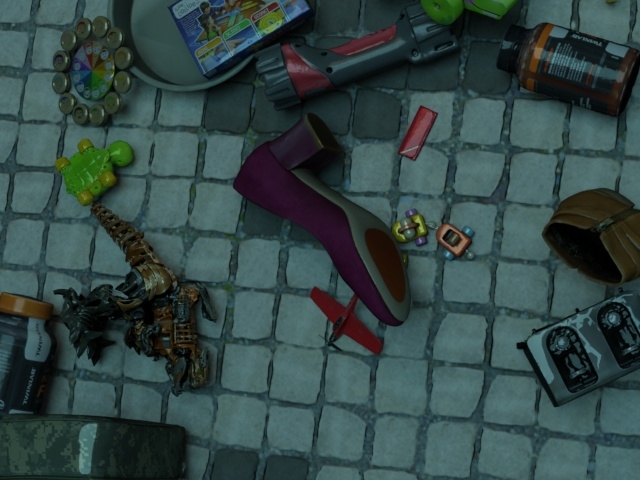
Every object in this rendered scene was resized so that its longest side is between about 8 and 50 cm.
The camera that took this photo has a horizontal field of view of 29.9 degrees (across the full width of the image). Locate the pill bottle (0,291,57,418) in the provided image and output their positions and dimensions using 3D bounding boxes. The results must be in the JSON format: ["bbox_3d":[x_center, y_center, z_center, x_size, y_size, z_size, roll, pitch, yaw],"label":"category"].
[{"bbox_3d":[-0.500,0.209,1.918,0.130,0.130,0.246,13,86,16],"label":"pill bottle"}]

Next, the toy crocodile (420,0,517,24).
[{"bbox_3d":[0.159,-0.418,1.793,0.115,0.105,0.340,-42,53,-20],"label":"toy crocodile"}]

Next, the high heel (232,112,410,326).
[{"bbox_3d":[0.000,0.000,1.805,0.181,0.127,0.377,-39,57,25],"label":"high heel"}]

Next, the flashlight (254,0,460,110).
[{"bbox_3d":[0.054,-0.298,1.862,0.304,0.103,0.103,-21,121,8],"label":"flashlight"}]

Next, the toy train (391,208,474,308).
[{"bbox_3d":[0.147,0.021,1.814,0.166,0.046,0.125,-47,73,5],"label":"toy train"}]

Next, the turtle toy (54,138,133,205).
[{"bbox_3d":[-0.364,-0.117,1.960,0.130,0.066,0.095,-38,75,7],"label":"turtle toy"}]

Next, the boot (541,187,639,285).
[{"bbox_3d":[0.449,0.016,1.633,0.283,0.220,0.109,34,116,18],"label":"boot"}]

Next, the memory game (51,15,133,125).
[{"bbox_3d":[-0.380,-0.281,1.983,0.186,0.012,0.186,1,91,35],"label":"memory game"}]

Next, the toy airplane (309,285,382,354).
[{"bbox_3d":[0.047,0.105,1.821,0.151,0.028,0.151,5,99,32],"label":"toy airplane"}]

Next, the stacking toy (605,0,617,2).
[{"bbox_3d":[0.484,-0.451,1.719,0.167,0.221,0.052,-5,41,14],"label":"stacking toy"}]

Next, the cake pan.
[{"bbox_3d":[-0.205,-0.381,1.961,0.293,0.054,0.293,-2,82,15],"label":"cake pan"}]

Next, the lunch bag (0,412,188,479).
[{"bbox_3d":[-0.333,0.391,1.764,0.212,0.305,0.256,-1,79,18],"label":"lunch bag"}]

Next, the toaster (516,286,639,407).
[{"bbox_3d":[0.374,0.152,1.676,0.168,0.186,0.110,-25,79,2],"label":"toaster"}]

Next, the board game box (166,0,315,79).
[{"bbox_3d":[-0.126,-0.363,1.889,0.201,0.035,0.136,-29,76,10],"label":"board game box"}]

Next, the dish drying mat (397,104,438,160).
[{"bbox_3d":[0.151,-0.167,1.859,0.032,0.008,0.083,26,90,18],"label":"dish drying mat"}]

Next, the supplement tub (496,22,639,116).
[{"bbox_3d":[0.363,-0.258,1.764,0.198,0.106,0.106,20,88,16],"label":"supplement tub"}]

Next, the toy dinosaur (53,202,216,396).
[{"bbox_3d":[-0.290,0.100,1.895,0.218,0.164,0.322,-25,58,-4],"label":"toy dinosaur"}]
